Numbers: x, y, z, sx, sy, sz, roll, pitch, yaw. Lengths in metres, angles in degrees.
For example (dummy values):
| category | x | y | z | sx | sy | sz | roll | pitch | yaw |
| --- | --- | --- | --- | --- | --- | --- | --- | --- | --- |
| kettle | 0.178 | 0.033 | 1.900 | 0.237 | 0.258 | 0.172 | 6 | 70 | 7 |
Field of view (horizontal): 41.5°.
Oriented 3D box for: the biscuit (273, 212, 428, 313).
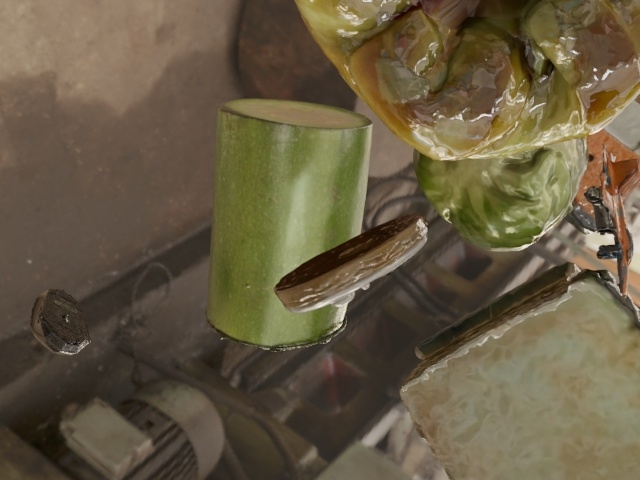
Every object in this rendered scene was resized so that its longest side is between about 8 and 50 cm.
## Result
| category | x | y | z | sx | sy | sz | roll | pitch | yaw |
| --- | --- | --- | --- | --- | --- | --- | --- | --- | --- |
| biscuit | 0.041 | 0.032 | 1.030 | 0.208 | 0.049 | 0.181 | -26 | -172 | 9 |

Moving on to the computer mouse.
| category | x | y | z | sx | sy | sz | roll | pitch | yaw |
| --- | --- | --- | --- | --- | --- | --- | --- | --- | --- |
| computer mouse | -0.444 | 0.143 | 1.429 | 0.099 | 0.172 | 0.057 | 31 | 107 | -29 |

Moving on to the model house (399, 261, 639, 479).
| category | x | y | z | sx | sy | sz | roll | pitch | yaw |
| --- | --- | --- | --- | --- | --- | --- | --- | --- | --- |
| model house | 0.426 | 0.282 | 1.448 | 0.395 | 0.445 | 0.400 | -36 | 177 | 15 |

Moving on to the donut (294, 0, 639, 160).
| category | x | y | z | sx | sy | sz | roll | pitch | yaw |
| --- | --- | --- | --- | --- | --- | --- | --- | --- | --- |
| donut | 0.145 | -0.248 | 0.726 | 0.170 | 0.360 | 0.360 | -77 | -167 | -77 |

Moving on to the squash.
| category | x | y | z | sx | sy | sz | roll | pitch | yaw |
| --- | --- | --- | --- | --- | --- | --- | --- | --- | --- |
| squash | -0.058 | -0.033 | 1.432 | 0.263 | 0.263 | 0.384 | -25 | 125 | -57 |

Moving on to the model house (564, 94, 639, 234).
| category | x | y | z | sx | sy | sz | roll | pitch | yaw |
| --- | --- | --- | --- | --- | --- | --- | --- | --- | --- |
| model house | 0.456 | -0.205 | 1.529 | 0.271 | 0.301 | 0.190 | -51 | -170 | 11 |

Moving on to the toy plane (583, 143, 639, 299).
| category | x | y | z | sx | sy | sz | roll | pitch | yaw |
| --- | --- | --- | --- | --- | --- | --- | --- | --- | --- |
| toy plane | 0.363 | -0.023 | 1.055 | 0.135 | 0.062 | 0.188 | 6 | 89 | -61 |

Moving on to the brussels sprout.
| category | x | y | z | sx | sy | sz | roll | pitch | yaw |
| --- | --- | --- | --- | --- | --- | --- | --- | --- | --- |
| brussels sprout | 0.281 | -0.144 | 1.348 | 0.243 | 0.274 | 0.316 | -5 | 110 | -24 |
